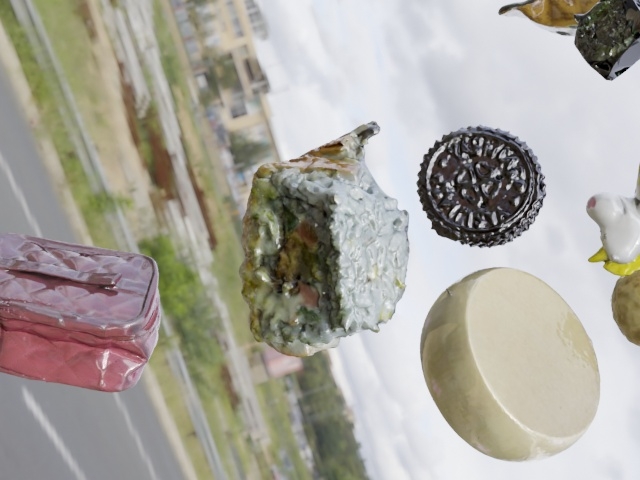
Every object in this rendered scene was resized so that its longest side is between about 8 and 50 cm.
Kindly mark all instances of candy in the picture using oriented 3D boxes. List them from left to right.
[{"bbox_3d":[0.376,-0.322,1.428,0.143,0.271,0.101,-5,86,-70],"label":"candy"}]

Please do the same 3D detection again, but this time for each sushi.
[{"bbox_3d":[0.000,0.000,1.273,0.184,0.139,0.274,8,-76,37],"label":"sushi"},{"bbox_3d":[0.324,-0.233,1.191,0.083,0.056,0.085,-54,-128,35],"label":"sushi"}]

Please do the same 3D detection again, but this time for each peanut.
[{"bbox_3d":[0.556,0.109,1.798,0.109,0.140,0.159,59,7,-58],"label":"peanut"}]

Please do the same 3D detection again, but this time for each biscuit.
[{"bbox_3d":[0.238,-0.082,1.611,0.053,0.194,0.195,53,16,-75],"label":"biscuit"}]

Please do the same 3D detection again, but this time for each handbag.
[{"bbox_3d":[-0.298,0.081,1.264,0.146,0.225,0.135,-81,-176,-55],"label":"handbag"}]

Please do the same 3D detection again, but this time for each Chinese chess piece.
[{"bbox_3d":[0.257,0.165,1.461,0.102,0.273,0.273,-37,-113,44],"label":"Chinese chess piece"}]

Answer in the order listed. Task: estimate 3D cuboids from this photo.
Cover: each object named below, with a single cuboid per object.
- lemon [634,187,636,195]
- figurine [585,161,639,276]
[{"bbox_3d":[0.712,-0.057,1.866,0.336,0.336,0.336,161,-90,-86],"label":"lemon"},{"bbox_3d":[0.460,-0.031,1.590,0.130,0.178,0.109,56,2,10],"label":"figurine"}]
